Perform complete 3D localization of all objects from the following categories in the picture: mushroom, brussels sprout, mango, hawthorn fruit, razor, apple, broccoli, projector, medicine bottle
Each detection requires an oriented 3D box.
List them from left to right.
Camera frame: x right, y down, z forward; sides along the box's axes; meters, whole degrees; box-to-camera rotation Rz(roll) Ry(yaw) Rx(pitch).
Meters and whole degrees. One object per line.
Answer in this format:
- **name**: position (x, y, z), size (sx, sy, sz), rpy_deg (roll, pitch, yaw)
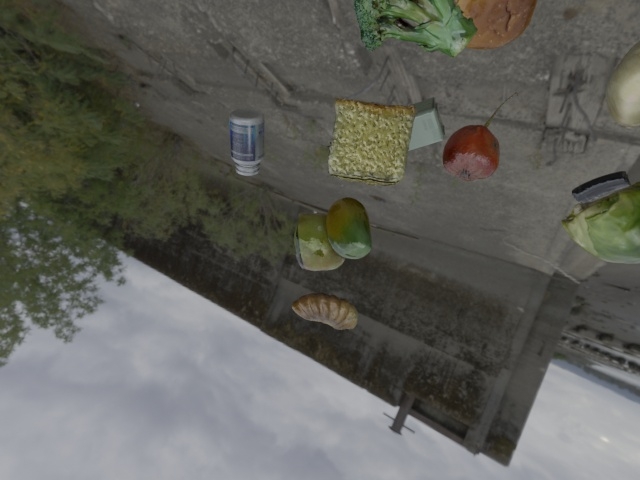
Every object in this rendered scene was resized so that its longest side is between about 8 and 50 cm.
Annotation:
- **medicine bottle**: position (-0.232, -0.309, 1.273), size (0.107, 0.191, 0.107), rpy_deg (4, -145, -3)
- **apple**: position (0.000, 0.000, 1.343), size (0.174, 0.188, 0.207), rpy_deg (15, -160, 43)
- **mango**: position (0.072, -0.030, 0.999), size (0.092, 0.130, 0.194), rpy_deg (23, -159, -33)
- **projector**: position (0.454, -0.545, 1.912), size (0.243, 0.163, 0.177), rpy_deg (-13, 127, 28)
- **broccoli**: position (0.197, -0.481, 0.781), size (0.269, 0.254, 0.269), rpy_deg (43, -172, -8)
- **hawthorn fruit**: position (0.476, -0.316, 1.186), size (0.165, 0.285, 0.165), rpy_deg (24, -178, -1)
- **razor**: position (0.879, -0.168, 1.259), size (0.090, 0.054, 0.148), rpy_deg (10, 153, -39)
- **brussels sprout**: position (0.482, -0.019, 0.641), size (0.152, 0.122, 0.149), rpy_deg (-21, 164, 2)
- **mushroom**: position (0.484, -0.223, 0.555), size (0.154, 0.154, 0.122), rpy_deg (25, -157, -54)

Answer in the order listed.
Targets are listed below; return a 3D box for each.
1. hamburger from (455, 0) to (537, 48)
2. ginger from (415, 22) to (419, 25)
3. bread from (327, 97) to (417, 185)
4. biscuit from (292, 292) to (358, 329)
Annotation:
- **hamburger**: position (0.656, -0.886, 1.534), size (0.315, 0.170, 0.289), rpy_deg (-9, 142, 7)
- **ginger**: position (0.394, -0.935, 1.616), size (0.193, 0.122, 0.115), rpy_deg (-10, 171, -44)
- **bread**: position (0.119, -0.290, 1.210), size (0.279, 0.248, 0.315), rpy_deg (5, -178, -18)
- **biscuit**: position (0.019, 0.189, 1.049), size (0.183, 0.061, 0.118), rpy_deg (20, 142, -14)
